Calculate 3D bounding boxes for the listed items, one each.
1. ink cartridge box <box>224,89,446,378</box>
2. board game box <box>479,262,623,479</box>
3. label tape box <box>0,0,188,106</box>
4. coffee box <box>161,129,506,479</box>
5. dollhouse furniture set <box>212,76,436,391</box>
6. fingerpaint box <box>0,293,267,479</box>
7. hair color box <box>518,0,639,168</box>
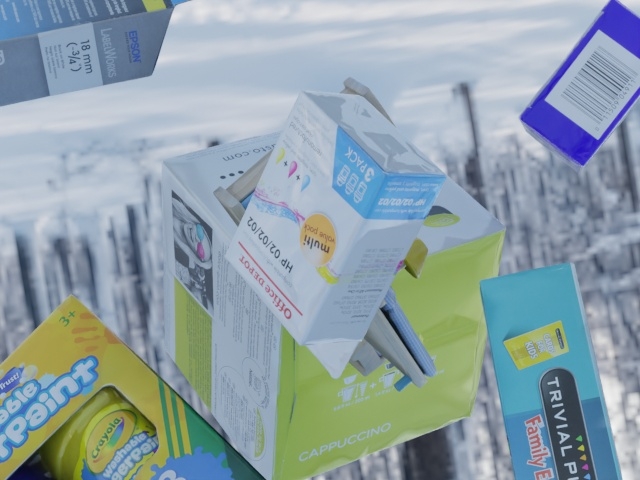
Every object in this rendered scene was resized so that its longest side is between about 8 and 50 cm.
[{"bbox_3d":[0.000,0.000,1.010,0.062,0.181,0.104,-1,-143,-42],"label":"ink cartridge box"},{"bbox_3d":[0.206,0.224,1.142,0.079,0.336,0.254,-13,151,9],"label":"board game box"},{"bbox_3d":[-0.312,-0.307,1.975,0.334,0.106,0.240,-13,-143,-11],"label":"label tape box"},{"bbox_3d":[0.005,0.073,1.973,0.338,0.338,0.334,-17,-138,-27],"label":"coffee box"},{"bbox_3d":[0.082,0.020,1.516,0.198,0.286,0.303,-41,-142,-8],"label":"dollhouse furniture set"},{"bbox_3d":[-0.267,0.335,1.413,0.445,0.371,0.163,-45,144,-8],"label":"fingerpaint box"},{"bbox_3d":[0.352,-0.191,1.870,0.185,0.110,0.339,-52,172,7],"label":"hair color box"}]
